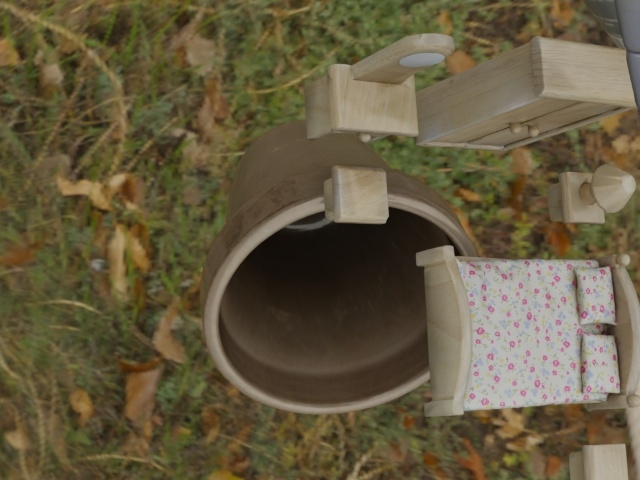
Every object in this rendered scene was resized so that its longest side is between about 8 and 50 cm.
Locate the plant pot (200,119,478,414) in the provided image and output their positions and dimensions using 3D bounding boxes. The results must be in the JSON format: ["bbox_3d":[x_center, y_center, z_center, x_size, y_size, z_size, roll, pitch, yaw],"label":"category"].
[{"bbox_3d":[0.000,0.000,1.130,0.263,0.229,0.263,-8,129,-10],"label":"plant pot"}]

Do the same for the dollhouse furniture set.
[{"bbox_3d":[0.161,0.036,0.917,0.303,0.174,0.355,2,80,-31],"label":"dollhouse furniture set"}]

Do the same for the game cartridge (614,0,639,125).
[{"bbox_3d":[0.200,-0.172,0.558,0.230,0.068,0.355,53,43,-48],"label":"game cartridge"}]

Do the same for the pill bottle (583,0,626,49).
[{"bbox_3d":[0.272,-0.290,1.010,0.283,0.161,0.161,43,71,-31],"label":"pill bottle"}]
